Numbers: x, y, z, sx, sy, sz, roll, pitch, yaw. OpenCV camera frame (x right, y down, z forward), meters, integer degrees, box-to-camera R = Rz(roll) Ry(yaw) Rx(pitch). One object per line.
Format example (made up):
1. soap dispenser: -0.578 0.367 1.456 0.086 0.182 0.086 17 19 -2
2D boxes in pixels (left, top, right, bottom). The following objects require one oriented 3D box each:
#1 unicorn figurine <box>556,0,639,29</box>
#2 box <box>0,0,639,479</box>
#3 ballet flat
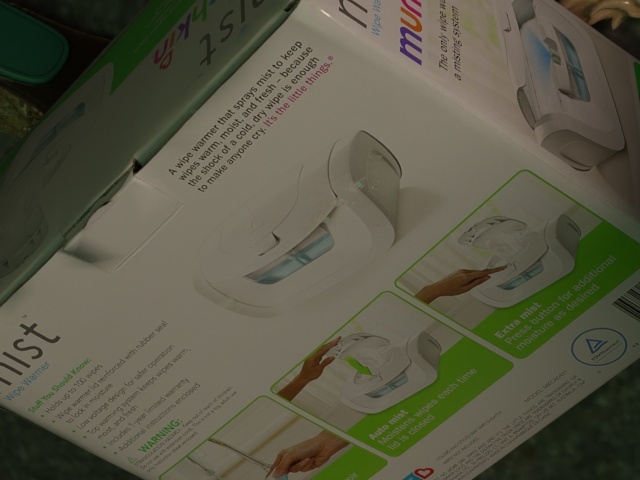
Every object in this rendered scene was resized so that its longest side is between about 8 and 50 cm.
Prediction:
1. unicorn figurine: 0.136 -0.162 0.779 0.111 0.060 0.162 7 135 22
2. box: 0.000 0.000 0.821 0.231 0.127 0.262 31 127 -24
3. ballet flat: -0.119 -0.066 0.939 0.206 0.073 0.067 28 150 12
